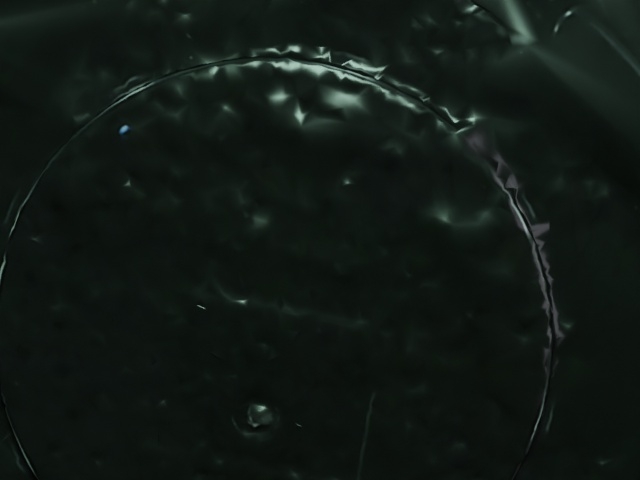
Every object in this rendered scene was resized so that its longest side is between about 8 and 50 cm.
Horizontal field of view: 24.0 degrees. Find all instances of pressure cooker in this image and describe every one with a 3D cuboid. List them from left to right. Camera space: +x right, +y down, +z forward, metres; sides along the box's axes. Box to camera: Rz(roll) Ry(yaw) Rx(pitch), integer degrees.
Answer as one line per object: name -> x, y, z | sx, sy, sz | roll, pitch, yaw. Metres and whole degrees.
pressure cooker -> -0.006, -0.002, 0.681 | 0.375, 0.370, 0.420 | 44, 7, -3
